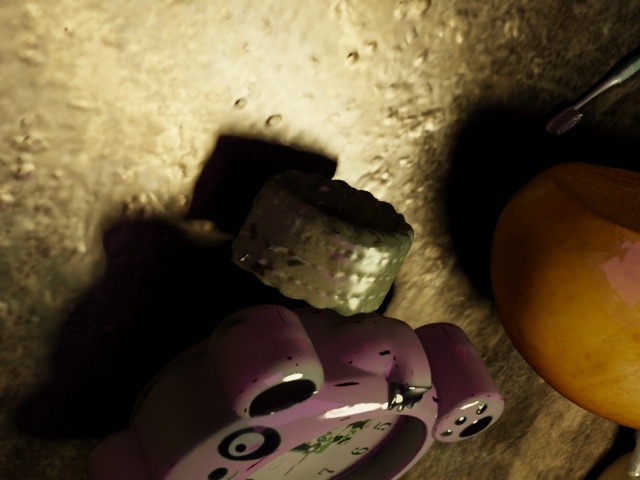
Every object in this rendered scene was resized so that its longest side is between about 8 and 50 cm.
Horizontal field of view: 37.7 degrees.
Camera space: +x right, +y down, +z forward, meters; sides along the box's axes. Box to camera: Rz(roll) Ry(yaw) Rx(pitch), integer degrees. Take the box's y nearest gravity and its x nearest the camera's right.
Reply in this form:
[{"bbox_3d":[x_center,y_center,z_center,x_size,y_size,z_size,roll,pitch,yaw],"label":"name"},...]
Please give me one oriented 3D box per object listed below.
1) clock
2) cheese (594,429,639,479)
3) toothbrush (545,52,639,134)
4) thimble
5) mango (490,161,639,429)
[{"bbox_3d":[-0.017,0.133,0.651,0.227,0.090,0.248,-44,144,23],"label":"clock"},{"bbox_3d":[0.371,0.285,1.104,0.137,0.064,0.227,-23,136,-25],"label":"cheese"},{"bbox_3d":[0.237,-0.131,0.704,0.167,0.014,0.011,-37,129,-6],"label":"toothbrush"},{"bbox_3d":[0.000,0.000,0.584,0.110,0.084,0.062,11,115,-33],"label":"thimble"},{"bbox_3d":[0.261,0.050,0.746,0.350,0.201,0.199,24,90,-36],"label":"mango"}]
